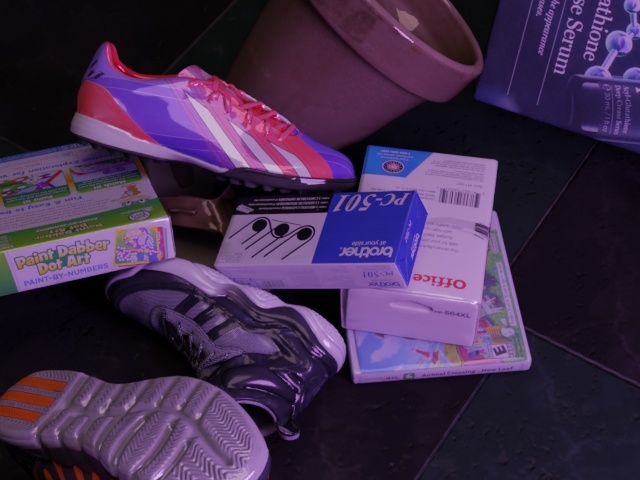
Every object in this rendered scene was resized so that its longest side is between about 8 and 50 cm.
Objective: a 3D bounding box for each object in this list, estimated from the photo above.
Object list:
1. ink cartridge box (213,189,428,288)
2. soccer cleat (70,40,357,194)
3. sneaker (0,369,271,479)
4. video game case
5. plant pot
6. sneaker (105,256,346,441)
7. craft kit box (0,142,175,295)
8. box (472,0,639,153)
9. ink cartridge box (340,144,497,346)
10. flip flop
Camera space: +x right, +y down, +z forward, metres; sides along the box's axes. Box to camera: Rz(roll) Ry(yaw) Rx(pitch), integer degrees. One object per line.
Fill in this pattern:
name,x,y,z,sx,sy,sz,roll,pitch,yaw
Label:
ink cartridge box,0.000,0.000,1.655,0.207,0.046,0.097,-1,52,26
soccer cleat,-0.109,-0.127,1.729,0.318,0.108,0.116,14,96,3
sneaker,-0.154,0.224,1.491,0.321,0.180,0.124,10,45,40
video game case,0.117,0.058,1.750,0.193,0.023,0.212,-4,52,-5
plant pot,0.017,-0.208,1.807,0.263,0.229,0.263,38,22,-19
sneaker,-0.119,0.117,1.643,0.269,0.101,0.153,18,52,11
craft kit box,-0.303,-0.028,1.723,0.250,0.061,0.246,-12,25,-11
box,0.413,-0.263,1.817,0.396,0.293,0.212,19,32,14
ink cartridge box,0.107,0.004,1.723,0.148,0.086,0.203,8,52,6
flip flop,-0.132,-0.039,1.782,0.112,0.080,0.277,-13,53,-13
